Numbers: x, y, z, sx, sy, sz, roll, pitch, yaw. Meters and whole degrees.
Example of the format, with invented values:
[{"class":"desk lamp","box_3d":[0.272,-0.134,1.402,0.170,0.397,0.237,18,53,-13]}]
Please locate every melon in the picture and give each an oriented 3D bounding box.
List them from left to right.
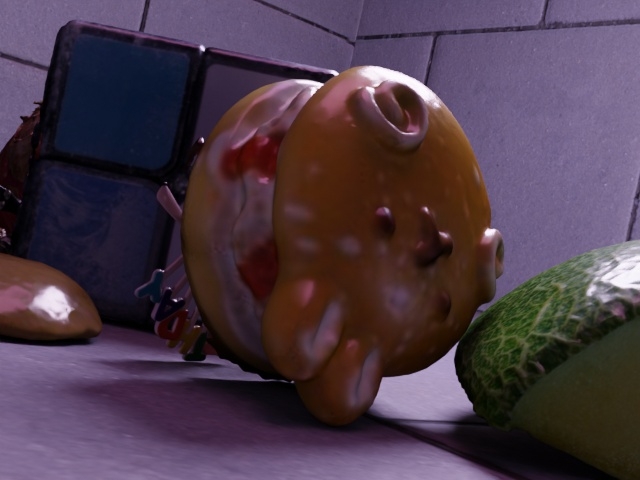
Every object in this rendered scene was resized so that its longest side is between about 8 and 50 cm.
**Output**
[{"class":"melon","box_3d":[0.268,0.103,0.811,0.331,0.226,0.343,-24,10,-6]}]

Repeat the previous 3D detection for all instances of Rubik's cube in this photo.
[{"class":"Rubik's cube","box_3d":[-0.151,-0.056,1.096,0.318,0.316,0.313,13,0,0]}]

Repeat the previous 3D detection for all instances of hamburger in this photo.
[{"class":"hamburger","box_3d":[0.021,0.000,0.750,0.186,0.261,0.302,-1,33,46]}]

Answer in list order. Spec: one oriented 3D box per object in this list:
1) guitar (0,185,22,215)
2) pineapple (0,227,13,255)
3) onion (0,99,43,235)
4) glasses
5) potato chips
[{"class":"guitar","box_3d":[-0.351,-0.013,1.239,0.038,0.084,0.271,14,-16,46]},{"class":"pineapple","box_3d":[-0.413,0.017,1.204,0.159,0.074,0.074,20,2,13]},{"class":"onion","box_3d":[-0.349,-0.108,1.442,0.353,0.354,0.353,12,0,0]},{"class":"glasses","box_3d":[-0.079,0.032,0.864,0.095,0.162,0.255,9,1,42]},{"class":"potato chips","box_3d":[-0.297,0.042,0.807,0.208,0.062,0.195,14,3,24]}]
